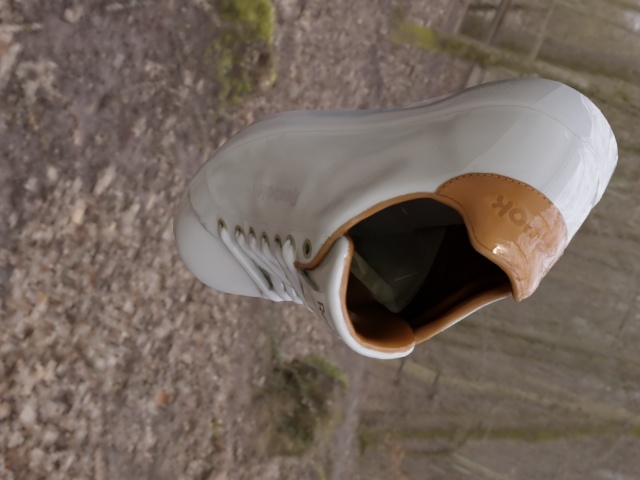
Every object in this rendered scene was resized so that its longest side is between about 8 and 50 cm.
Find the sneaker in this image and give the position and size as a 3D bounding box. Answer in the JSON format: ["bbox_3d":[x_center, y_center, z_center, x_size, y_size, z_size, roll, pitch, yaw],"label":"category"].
[{"bbox_3d":[0.000,0.000,0.551,0.290,0.106,0.123,-14,-146,47],"label":"sneaker"}]
